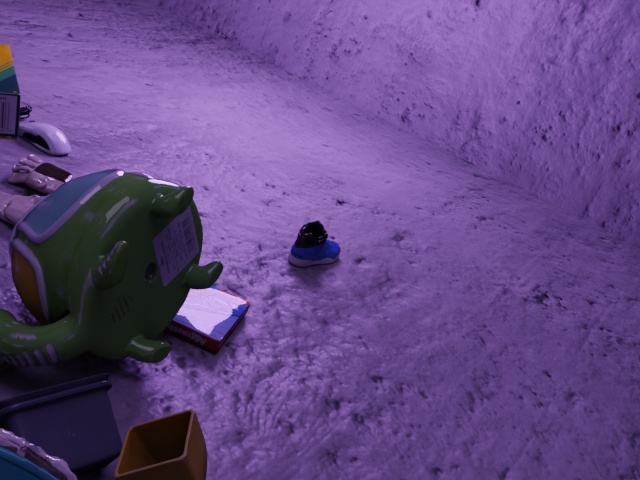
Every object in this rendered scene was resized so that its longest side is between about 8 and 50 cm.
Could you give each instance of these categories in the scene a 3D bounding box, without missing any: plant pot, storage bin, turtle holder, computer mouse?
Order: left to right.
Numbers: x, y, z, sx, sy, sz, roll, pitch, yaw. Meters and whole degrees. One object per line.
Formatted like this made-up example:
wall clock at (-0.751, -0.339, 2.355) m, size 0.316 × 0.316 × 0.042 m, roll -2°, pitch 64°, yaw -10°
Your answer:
computer mouse at (-0.602, -0.239, 1.562) m, size 0.193 × 0.042 × 0.106 m, roll 30°, pitch 24°, yaw 19°
storage bin at (-0.288, 0.216, 0.802) m, size 0.135 × 0.098 × 0.091 m, roll -6°, pitch 63°, yaw -47°
turtle holder at (-0.308, 0.050, 1.003) m, size 0.228 × 0.320 × 0.243 m, roll 16°, pitch -17°, yaw 23°
plant pot at (-0.165, 0.250, 0.810) m, size 0.081 × 0.083 × 0.081 m, roll -17°, pitch 26°, yaw 6°

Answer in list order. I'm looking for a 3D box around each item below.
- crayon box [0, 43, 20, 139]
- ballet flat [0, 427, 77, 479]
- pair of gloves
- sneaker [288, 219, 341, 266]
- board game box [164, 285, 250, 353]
crayon box at (-0.800, -0.319, 1.455) m, size 0.363 × 0.106 × 0.313 m, roll 1°, pitch 31°, yaw -28°
ballet flat at (-0.410, 0.208, 0.665) m, size 0.409 × 0.147 × 0.147 m, roll 15°, pitch 24°, yaw -14°
pair of gloves at (-0.490, -0.080, 1.316) m, size 0.204 × 0.042 × 0.240 m, roll 23°, pitch 24°, yaw 3°
sneaker at (0.001, 0.000, 1.494) m, size 0.058 × 0.084 × 0.152 m, roll 36°, pitch 27°, yaw 31°
board game box at (-0.264, 0.081, 1.173) m, size 0.281 × 0.027 × 0.145 m, roll 23°, pitch 25°, yaw 5°
